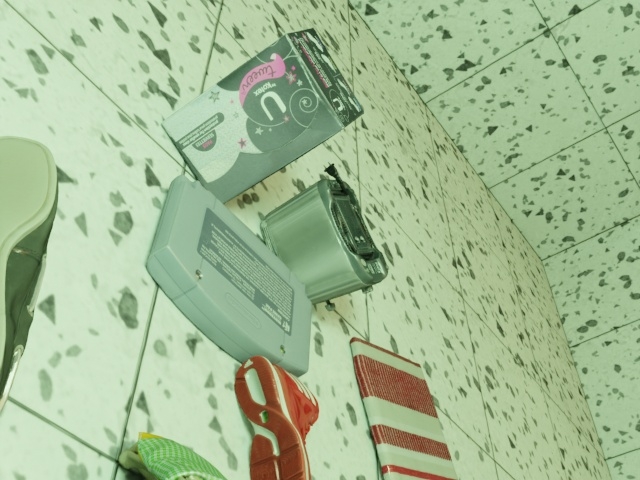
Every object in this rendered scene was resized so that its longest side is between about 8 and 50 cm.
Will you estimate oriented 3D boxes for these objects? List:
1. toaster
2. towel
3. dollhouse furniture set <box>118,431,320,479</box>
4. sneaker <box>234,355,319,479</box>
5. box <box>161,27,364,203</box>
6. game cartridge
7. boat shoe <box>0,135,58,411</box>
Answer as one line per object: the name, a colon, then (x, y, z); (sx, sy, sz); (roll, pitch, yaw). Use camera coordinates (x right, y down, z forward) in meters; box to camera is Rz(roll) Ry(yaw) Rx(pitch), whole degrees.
toaster: (0.000, 0.000, 1.238); (0.129, 0.147, 0.226); (-5, 69, -66)
towel: (0.152, 0.344, 1.308); (0.237, 0.037, 0.328); (30, 36, -47)
dollhouse furniture set: (-0.034, 0.274, 0.749); (0.151, 0.198, 0.301); (-44, 106, -26)
sneaker: (-0.029, 0.259, 0.969); (0.128, 0.087, 0.221); (27, 42, -50)
box: (-0.087, -0.189, 1.143); (0.163, 0.247, 0.142); (57, 23, -9)
game cartridge: (-0.118, 0.063, 1.048); (0.294, 0.060, 0.196); (47, 24, -30)
boat shoe: (-0.309, 0.034, 0.671); (0.112, 0.095, 0.335); (9, 41, -16)
